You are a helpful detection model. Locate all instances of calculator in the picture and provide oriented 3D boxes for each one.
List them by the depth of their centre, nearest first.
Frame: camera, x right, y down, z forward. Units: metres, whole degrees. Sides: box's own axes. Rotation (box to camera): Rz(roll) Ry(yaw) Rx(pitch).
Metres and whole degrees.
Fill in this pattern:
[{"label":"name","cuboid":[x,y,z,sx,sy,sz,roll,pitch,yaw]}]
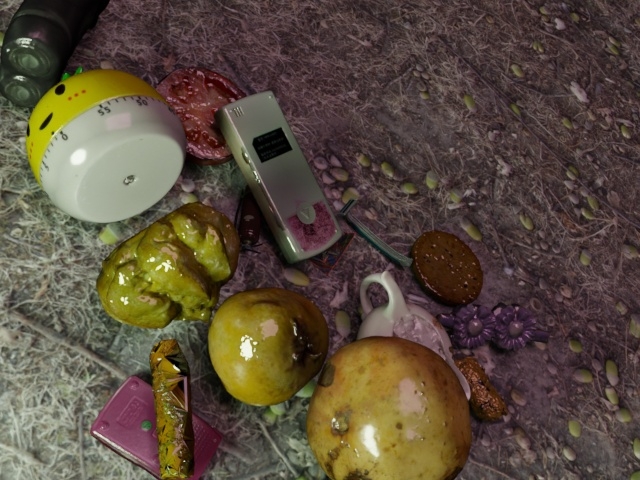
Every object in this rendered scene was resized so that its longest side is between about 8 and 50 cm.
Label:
[{"label":"calculator","cuboid":[-0.261,0.310,1.235,0.190,0.034,0.126,35,51,-5]}]

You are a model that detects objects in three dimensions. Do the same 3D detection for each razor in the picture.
[{"label":"razor","cuboid":[-0.495,-0.411,1.448,0.114,0.204,0.349,24,49,-13]},{"label":"razor","cuboid":[0.118,-0.007,1.654,0.191,0.037,0.068,42,45,-3]}]

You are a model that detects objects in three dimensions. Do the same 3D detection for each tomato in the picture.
[{"label":"tomato","cuboid":[-0.246,-0.241,1.560,0.225,0.085,0.224,12,60,-22]}]

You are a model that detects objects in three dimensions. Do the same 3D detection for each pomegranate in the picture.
[{"label":"pomegranate","cuboid":[0.115,0.296,1.275,0.281,0.281,0.281,15,55,-22]}]

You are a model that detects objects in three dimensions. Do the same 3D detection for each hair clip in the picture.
[{"label":"hair clip","cuboid":[0.371,0.183,1.656,0.292,0.084,0.106,6,101,-24]}]

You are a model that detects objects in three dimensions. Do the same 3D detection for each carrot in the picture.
[{"label":"carrot","cuboid":[-0.233,0.268,1.216,0.069,0.069,0.228,6,56,-27]}]

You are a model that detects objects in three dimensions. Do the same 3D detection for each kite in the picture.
[{"label":"kite","cuboid":[0.000,0.000,1.598,0.190,0.010,0.159,1,60,-30]}]

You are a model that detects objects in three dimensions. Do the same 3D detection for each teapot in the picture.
[{"label":"teapot","cuboid":[0.163,0.202,1.481,0.204,0.139,0.298,-32,81,-37]}]

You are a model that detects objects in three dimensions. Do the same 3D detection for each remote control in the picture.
[{"label":"remote control","cuboid":[-0.080,-0.126,1.535,0.145,0.050,0.343,-28,94,-41]}]

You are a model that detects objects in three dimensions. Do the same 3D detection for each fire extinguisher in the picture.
[{"label":"fire extinguisher","cuboid":[-0.139,-0.042,1.523,0.064,0.043,0.158,2,55,5]}]

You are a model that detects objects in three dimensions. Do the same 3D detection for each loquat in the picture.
[{"label":"loquat","cuboid":[-0.084,0.180,1.307,0.213,0.213,0.213,15,55,-22]}]

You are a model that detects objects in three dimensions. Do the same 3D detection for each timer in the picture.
[{"label":"timer","cuboid":[-0.393,-0.194,1.342,0.285,0.285,0.285,15,55,-22]}]

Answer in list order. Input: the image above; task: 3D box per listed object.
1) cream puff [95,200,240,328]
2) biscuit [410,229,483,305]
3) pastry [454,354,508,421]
[{"label":"cream puff","cuboid":[-0.250,0.043,1.285,0.196,0.244,0.244,32,49,-22]},{"label":"biscuit","cuboid":[0.282,0.062,1.711,0.188,0.027,0.187,16,53,-22]},{"label":"pastry","cuboid":[0.320,0.303,1.563,0.080,0.056,0.140,-7,58,-41]}]
